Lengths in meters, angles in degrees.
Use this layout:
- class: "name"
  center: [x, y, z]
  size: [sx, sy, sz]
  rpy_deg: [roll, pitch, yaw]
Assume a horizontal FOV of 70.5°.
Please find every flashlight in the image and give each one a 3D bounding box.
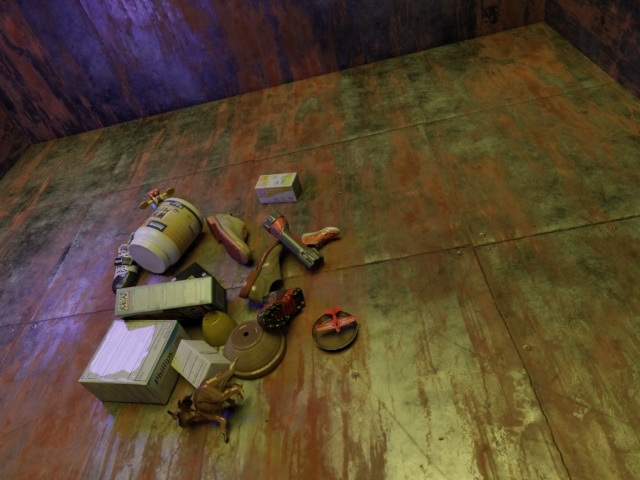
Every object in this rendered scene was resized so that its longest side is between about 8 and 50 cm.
- class: "flashlight"
  center: [-0.112, -0.001, 1.922]
  size: [0.304, 0.103, 0.103]
  rpy_deg: [40, 81, 19]

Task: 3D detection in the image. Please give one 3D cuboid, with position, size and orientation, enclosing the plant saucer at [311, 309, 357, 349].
- class: "plant saucer"
  center: [0.052, 0.325, 1.621]
  size: [0.169, 0.029, 0.168]
  rpy_deg: [-10, 41, 9]

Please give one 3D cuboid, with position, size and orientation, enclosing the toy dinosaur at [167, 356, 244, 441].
- class: "toy dinosaur"
  center: [-0.359, 0.500, 1.433]
  size: [0.201, 0.295, 0.127]
  rpy_deg: [21, 13, -12]

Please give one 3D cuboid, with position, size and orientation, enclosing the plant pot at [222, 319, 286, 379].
- class: "plant pot"
  center: [-0.249, 0.365, 1.622]
  size: [0.238, 0.109, 0.237]
  rpy_deg: [-11, 41, 9]

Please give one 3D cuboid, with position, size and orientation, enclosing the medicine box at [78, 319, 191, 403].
- class: "medicine box"
  center: [-0.665, 0.439, 1.657]
  size: [0.290, 0.149, 0.263]
  rpy_deg: [-3, 43, 16]

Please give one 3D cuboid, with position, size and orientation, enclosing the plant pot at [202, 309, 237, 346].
- class: "plant pot"
  center: [-0.397, 0.322, 1.731]
  size: [0.134, 0.095, 0.134]
  rpy_deg: [-10, 42, 9]

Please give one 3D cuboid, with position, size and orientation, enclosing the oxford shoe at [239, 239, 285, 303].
- class: "oxford shoe"
  center: [-0.210, 0.136, 1.885]
  size: [0.130, 0.123, 0.348]
  rpy_deg: [27, 46, 1]

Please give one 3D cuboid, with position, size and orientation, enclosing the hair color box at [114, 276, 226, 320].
- class: "hair color box"
  center: [-0.576, 0.242, 1.774]
  size: [0.375, 0.185, 0.113]
  rpy_deg: [-8, 66, 4]

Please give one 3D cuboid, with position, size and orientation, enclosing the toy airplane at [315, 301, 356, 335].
- class: "toy airplane"
  center: [0.051, 0.283, 1.623]
  size: [0.151, 0.028, 0.151]
  rpy_deg: [-9, 41, 8]

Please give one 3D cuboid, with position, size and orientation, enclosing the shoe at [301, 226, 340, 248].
- class: "shoe"
  center: [0.000, 0.000, 1.973]
  size: [0.178, 0.063, 0.081]
  rpy_deg: [-13, 42, 14]

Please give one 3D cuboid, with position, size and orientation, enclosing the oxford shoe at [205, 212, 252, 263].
- class: "oxford shoe"
  center: [-0.396, -0.034, 2.093]
  size: [0.147, 0.140, 0.397]
  rpy_deg: [-27, 44, -21]

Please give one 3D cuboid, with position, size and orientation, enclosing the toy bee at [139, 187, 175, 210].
- class: "toy bee"
  center: [-0.862, -0.224, 2.446]
  size: [0.299, 0.162, 0.195]
  rpy_deg: [16, 50, 33]

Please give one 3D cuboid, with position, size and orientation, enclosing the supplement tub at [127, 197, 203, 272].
- class: "supplement tub"
  center: [-0.721, -0.025, 2.125]
  size: [0.229, 0.228, 0.316]
  rpy_deg: [6, 46, 25]

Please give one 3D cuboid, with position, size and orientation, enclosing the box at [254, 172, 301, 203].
- class: "box"
  center: [-0.214, -0.266, 2.303]
  size: [0.203, 0.103, 0.114]
  rpy_deg: [-1, 43, 18]

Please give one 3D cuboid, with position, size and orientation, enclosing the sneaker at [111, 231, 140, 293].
- class: "sneaker"
  center: [-0.913, 0.097, 2.126]
  size: [0.123, 0.146, 0.330]
  rpy_deg: [-7, 44, 10]

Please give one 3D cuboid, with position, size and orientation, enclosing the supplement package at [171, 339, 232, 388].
- class: "supplement package"
  center: [-0.416, 0.432, 1.582]
  size: [0.179, 0.105, 0.105]
  rpy_deg: [23, 91, 37]

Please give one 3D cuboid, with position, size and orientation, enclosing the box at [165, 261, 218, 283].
- class: "box"
  center: [-0.568, 0.196, 1.967]
  size: [0.191, 0.045, 0.184]
  rpy_deg: [-39, 49, -22]

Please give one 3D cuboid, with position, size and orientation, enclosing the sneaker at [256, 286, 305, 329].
- class: "sneaker"
  center: [-0.170, 0.253, 1.677]
  size: [0.135, 0.097, 0.276]
  rpy_deg: [-6, 13, 26]
